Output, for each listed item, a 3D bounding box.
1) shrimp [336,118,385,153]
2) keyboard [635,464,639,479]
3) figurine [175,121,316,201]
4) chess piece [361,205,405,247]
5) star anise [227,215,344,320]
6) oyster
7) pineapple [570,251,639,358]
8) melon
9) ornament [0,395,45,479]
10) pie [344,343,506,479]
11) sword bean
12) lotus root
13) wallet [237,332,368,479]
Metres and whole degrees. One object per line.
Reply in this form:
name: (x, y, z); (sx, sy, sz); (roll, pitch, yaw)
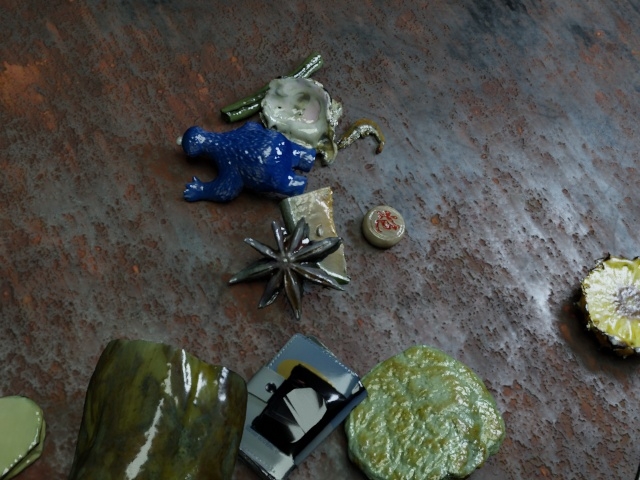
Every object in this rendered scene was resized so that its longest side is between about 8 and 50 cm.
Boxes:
shrimp: (0.085, -0.199, 1.783); (0.083, 0.023, 0.114); (45, 57, 9)
keyboard: (0.662, 0.331, 1.639); (0.106, 0.027, 0.317); (29, 60, 2)
figurine: (-0.138, -0.157, 1.646); (0.262, 0.121, 0.164); (5, 65, -9)
chess piece: (0.120, -0.026, 1.688); (0.083, 0.038, 0.084); (7, 59, -12)
star anise: (-0.050, 0.049, 1.563); (0.204, 0.061, 0.181); (-40, 85, 7)
oyster: (-0.031, -0.232, 1.750); (0.163, 0.081, 0.191); (-18, 82, -4)
pineapple: (0.578, 0.130, 1.697); (0.224, 0.076, 0.225); (5, 64, -10)
melon: (-0.008, 0.000, 1.615); (0.097, 0.054, 0.182); (-13, 90, -9)
ornament: (-0.523, 0.318, 1.331); (0.201, 0.059, 0.180); (5, 62, -8)
pie: (0.170, 0.309, 1.484); (0.257, 0.105, 0.274); (31, 58, 15)
sword bean: (-0.091, -0.307, 1.790); (0.269, 0.038, 0.043); (-38, 101, -28)
lotus root: (-0.253, 0.329, 1.289); (0.250, 0.250, 0.346); (18, 60, -4)
wallet: (-0.052, 0.272, 1.451); (0.170, 0.069, 0.231); (38, 65, 19)
